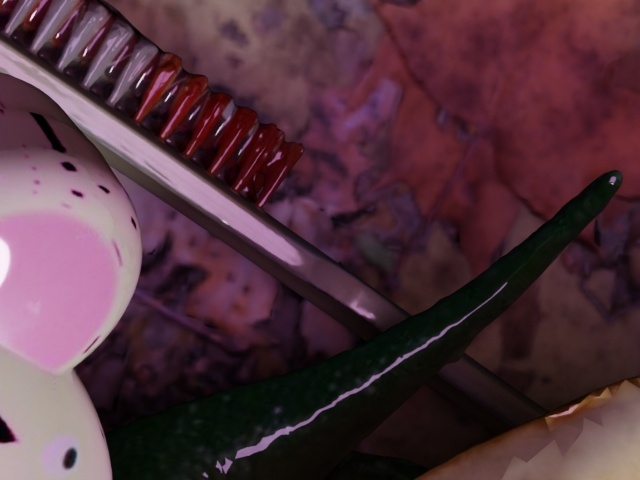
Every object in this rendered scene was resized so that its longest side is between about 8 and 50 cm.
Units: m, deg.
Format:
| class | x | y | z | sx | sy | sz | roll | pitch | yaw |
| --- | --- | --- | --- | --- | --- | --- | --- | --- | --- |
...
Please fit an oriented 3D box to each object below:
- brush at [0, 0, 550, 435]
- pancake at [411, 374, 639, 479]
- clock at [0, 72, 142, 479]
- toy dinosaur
| class | x | y | z | sx | sy | sz | roll | pitch | yaw |
| --- | --- | --- | --- | --- | --- | --- | --- | --- | --- |
| brush | 0.000 | 0.000 | 0.615 | 0.321 | 0.060 | 0.050 | 36 | 79 | -13 |
| pancake | 0.077 | 0.198 | 0.572 | 0.382 | 0.071 | 0.382 | -13 | 130 | -16 |
| clock | -0.198 | 0.086 | 0.409 | 0.309 | 0.114 | 0.284 | -11 | 125 | -27 |
| toy dinosaur | -0.120 | 0.090 | 0.582 | 0.301 | 0.087 | 0.447 | 34 | 101 | -10 |
